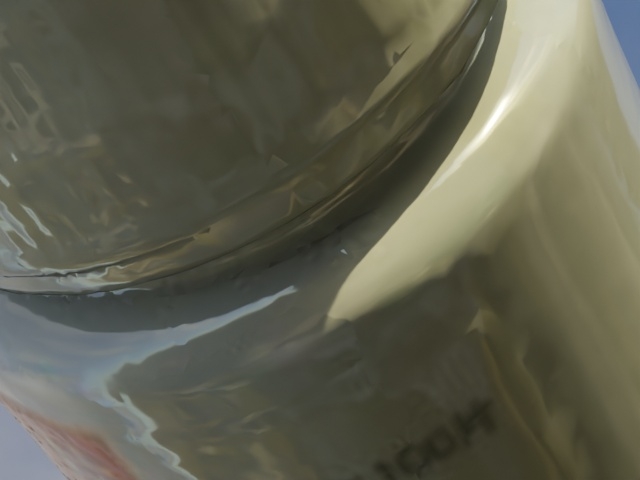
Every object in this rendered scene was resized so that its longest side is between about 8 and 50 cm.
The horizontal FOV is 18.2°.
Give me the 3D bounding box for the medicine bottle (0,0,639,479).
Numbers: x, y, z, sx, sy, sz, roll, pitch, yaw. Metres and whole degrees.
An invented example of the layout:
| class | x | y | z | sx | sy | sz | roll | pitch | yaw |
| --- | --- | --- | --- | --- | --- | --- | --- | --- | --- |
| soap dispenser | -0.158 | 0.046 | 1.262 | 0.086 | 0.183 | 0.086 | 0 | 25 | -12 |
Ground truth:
| class | x | y | z | sx | sy | sz | roll | pitch | yaw |
| --- | --- | --- | --- | --- | --- | --- | --- | --- | --- |
| medicine bottle | 0.000 | 0.000 | 0.593 | 0.211 | 0.211 | 0.371 | -41 | -50 | -10 |
